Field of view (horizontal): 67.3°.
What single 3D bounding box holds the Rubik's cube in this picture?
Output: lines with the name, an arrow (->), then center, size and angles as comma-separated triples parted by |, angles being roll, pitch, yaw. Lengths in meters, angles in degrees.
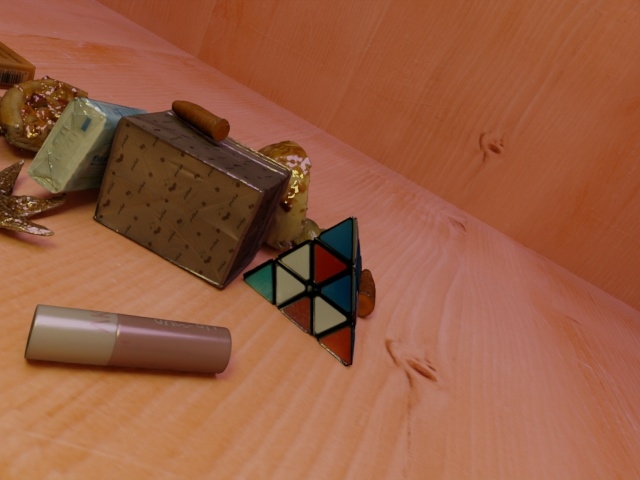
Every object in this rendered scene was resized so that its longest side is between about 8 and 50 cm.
Rubik's cube -> 0.050, 0.035, 0.941 | 0.284, 0.234, 0.250 | 40, 42, 23

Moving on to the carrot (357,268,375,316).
carrot -> 0.105, 0.112, 1.152 | 0.061, 0.061, 0.209 | 28, 19, 0

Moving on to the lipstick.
lipstick -> -0.253, 0.139, 0.660 | 0.254, 0.070, 0.070 | 14, 26, -31

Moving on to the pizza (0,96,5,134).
pizza -> -0.747, -0.294, 1.016 | 0.297, 0.071, 0.189 | 25, 18, -23

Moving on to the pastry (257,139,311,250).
pastry -> -0.126, -0.116, 1.161 | 0.170, 0.236, 0.256 | 0, 32, -15

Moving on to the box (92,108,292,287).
box -> -0.250, -0.092, 0.953 | 0.297, 0.225, 0.190 | 28, 22, 4

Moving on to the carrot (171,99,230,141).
carrot -> -0.241, -0.241, 0.934 | 0.139, 0.048, 0.048 | 33, 23, 21

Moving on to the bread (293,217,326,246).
bread -> 0.000, 0.000, 1.258 | 0.149, 0.065, 0.187 | 25, 20, -19

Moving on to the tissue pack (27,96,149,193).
tissue pack -> -0.427, -0.183, 0.954 | 0.089, 0.177, 0.263 | 38, 10, -4

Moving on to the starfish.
starfish -> -0.537, -0.069, 0.788 | 0.236, 0.062, 0.277 | 23, 16, -10

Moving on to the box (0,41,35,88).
box -> -0.890, -0.452, 1.185 | 0.174, 0.076, 0.274 | 34, 23, 16

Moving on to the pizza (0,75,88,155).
pizza -> -0.573, -0.269, 1.078 | 0.226, 0.086, 0.335 | 40, 19, -19
